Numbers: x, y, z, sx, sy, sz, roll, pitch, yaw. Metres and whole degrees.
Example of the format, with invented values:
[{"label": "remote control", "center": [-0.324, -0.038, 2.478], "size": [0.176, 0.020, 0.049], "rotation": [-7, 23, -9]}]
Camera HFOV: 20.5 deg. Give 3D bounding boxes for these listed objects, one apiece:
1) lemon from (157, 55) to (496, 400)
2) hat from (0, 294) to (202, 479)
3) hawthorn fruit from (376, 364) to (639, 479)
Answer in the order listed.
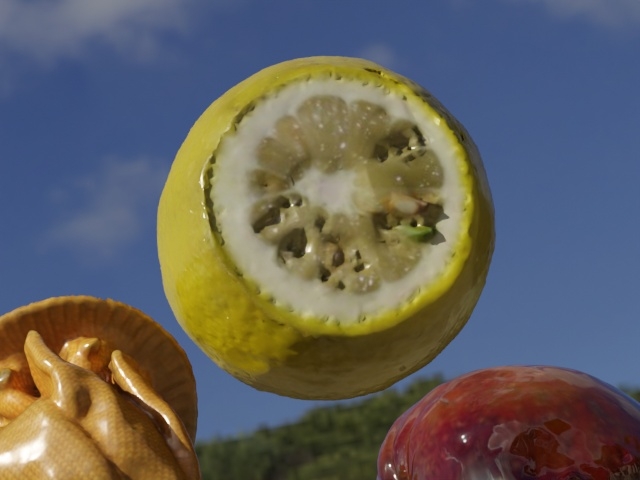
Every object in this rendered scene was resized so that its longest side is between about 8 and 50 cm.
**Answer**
[{"label": "lemon", "center": [0.000, 0.000, 1.262], "size": [0.241, 0.240, 0.219], "rotation": [-7, -16, -11]}, {"label": "hat", "center": [-0.160, 0.184, 1.129], "size": [0.244, 0.233, 0.233], "rotation": [-20, 18, -13]}, {"label": "hawthorn fruit", "center": [0.213, 0.270, 1.738], "size": [0.325, 0.308, 0.308], "rotation": [16, -24, -9]}]
